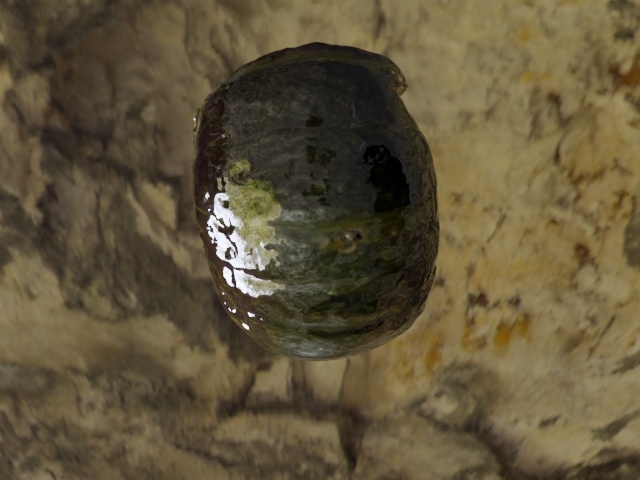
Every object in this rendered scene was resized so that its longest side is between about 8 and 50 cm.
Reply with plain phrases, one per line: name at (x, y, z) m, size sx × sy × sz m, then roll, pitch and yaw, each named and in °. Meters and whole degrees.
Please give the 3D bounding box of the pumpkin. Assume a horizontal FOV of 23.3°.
pumpkin at (0.000, 0.000, 0.763) m, size 0.119 × 0.183 × 0.107 m, roll -7°, pitch -126°, yaw 2°
